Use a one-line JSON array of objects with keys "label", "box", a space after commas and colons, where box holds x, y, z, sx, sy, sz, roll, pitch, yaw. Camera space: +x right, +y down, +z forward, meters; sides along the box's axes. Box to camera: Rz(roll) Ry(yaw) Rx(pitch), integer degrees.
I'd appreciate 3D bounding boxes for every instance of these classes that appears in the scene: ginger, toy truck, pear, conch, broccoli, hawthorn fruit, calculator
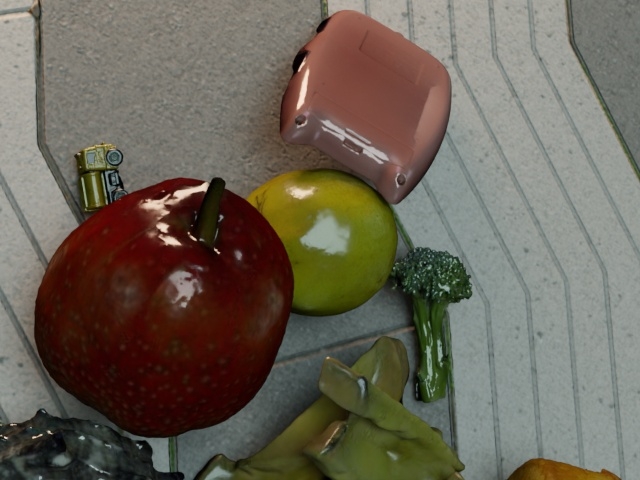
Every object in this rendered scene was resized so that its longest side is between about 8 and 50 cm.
[{"label": "ginger", "box": [0.043, 0.339, 1.764, 0.358, 0.211, 0.413, -14, 86, -23]}, {"label": "toy truck", "box": [-0.268, -0.077, 1.793, 0.054, 0.049, 0.083, -8, 84, -23]}, {"label": "pear", "box": [0.000, 0.000, 1.820, 0.200, 0.200, 0.200, 5, 78, -23]}, {"label": "conch", "box": [-0.285, 0.314, 1.648, 0.313, 0.186, 0.241, 15, 95, -31]}, {"label": "broccoli", "box": [0.147, 0.110, 1.921, 0.118, 0.122, 0.204, -3, 95, -9]}, {"label": "hawthorn fruit", "box": [-0.165, 0.051, 1.640, 0.284, 0.369, 0.285, 11, 50, -14]}, {"label": "calculator", "box": [0.068, -0.191, 1.887, 0.220, 0.048, 0.330, 29, 39, -6]}]

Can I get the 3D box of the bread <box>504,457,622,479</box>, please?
[{"label": "bread", "box": [0.289, 0.390, 1.839, 0.145, 0.268, 0.268, 22, 72, -11]}]
